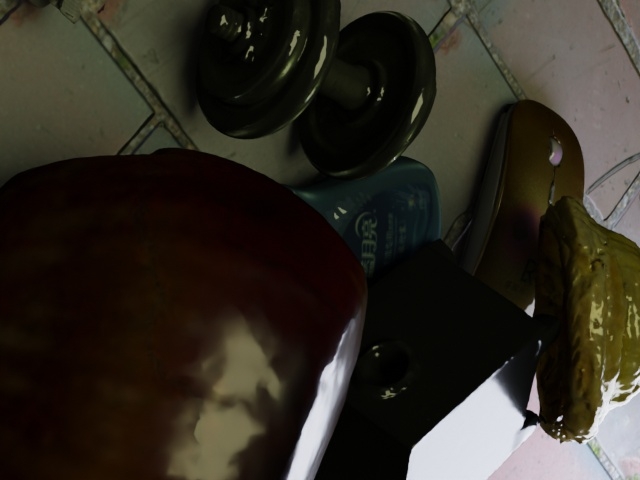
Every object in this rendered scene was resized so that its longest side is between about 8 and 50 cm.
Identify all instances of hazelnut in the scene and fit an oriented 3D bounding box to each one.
[{"bbox_3d":[-0.152,0.132,1.381,0.402,0.402,0.429,14,88,-41],"label":"hazelnut"}]

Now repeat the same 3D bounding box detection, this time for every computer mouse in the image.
[{"bbox_3d":[0.244,-0.017,1.880,0.158,0.072,0.310,24,79,-42],"label":"computer mouse"}]

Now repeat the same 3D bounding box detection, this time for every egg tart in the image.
[{"bbox_3d":[0.305,0.090,1.736,0.115,0.290,0.290,1,96,-2],"label":"egg tart"}]

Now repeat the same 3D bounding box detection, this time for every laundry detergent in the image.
[{"bbox_3d":[0.000,0.000,1.653,0.290,0.094,0.143,-17,119,-38],"label":"laundry detergent"}]

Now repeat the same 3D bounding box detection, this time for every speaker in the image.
[{"bbox_3d":[0.102,0.165,1.659,0.254,0.184,0.232,-38,149,-31],"label":"speaker"}]

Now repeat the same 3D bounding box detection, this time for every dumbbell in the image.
[{"bbox_3d":[-0.003,-0.171,1.570,0.290,0.192,0.192,22,81,-41],"label":"dumbbell"}]

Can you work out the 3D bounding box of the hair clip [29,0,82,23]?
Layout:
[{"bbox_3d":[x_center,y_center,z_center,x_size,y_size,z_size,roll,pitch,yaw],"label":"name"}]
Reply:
[{"bbox_3d":[-0.216,-0.311,1.431,0.140,0.054,0.220,35,72,-65],"label":"hair clip"}]
